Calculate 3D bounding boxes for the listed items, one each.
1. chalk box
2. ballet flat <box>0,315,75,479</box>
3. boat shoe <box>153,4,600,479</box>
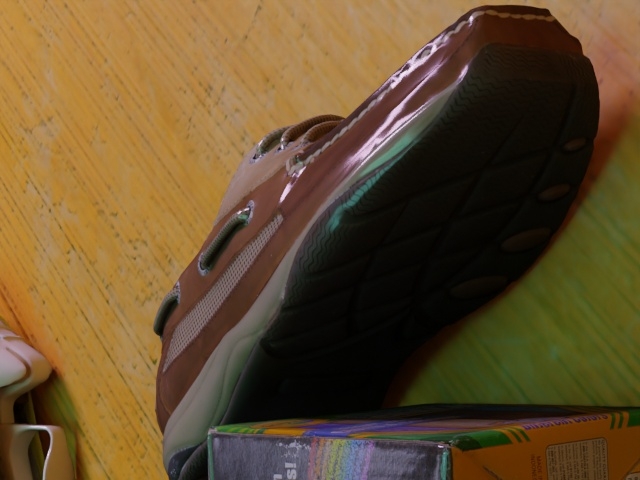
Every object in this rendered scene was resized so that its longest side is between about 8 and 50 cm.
[{"bbox_3d":[0.039,0.140,0.788,0.213,0.132,0.132,-4,89,54],"label":"chalk box"},{"bbox_3d":[-0.201,0.115,1.168,0.077,0.077,0.231,-24,73,29],"label":"ballet flat"},{"bbox_3d":[0.000,0.000,0.846,0.324,0.122,0.120,-51,49,40],"label":"boat shoe"}]
